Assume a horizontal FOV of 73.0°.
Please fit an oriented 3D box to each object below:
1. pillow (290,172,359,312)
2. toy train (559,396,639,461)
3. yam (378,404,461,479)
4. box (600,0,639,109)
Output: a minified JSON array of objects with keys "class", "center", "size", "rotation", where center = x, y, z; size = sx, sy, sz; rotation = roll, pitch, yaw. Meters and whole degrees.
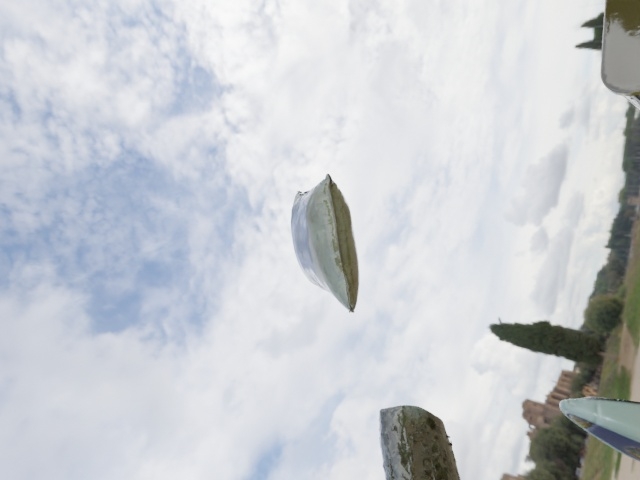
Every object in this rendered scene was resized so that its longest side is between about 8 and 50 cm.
[{"class":"pillow","center":[0.000,0.000,0.694],"size":[0.074,0.302,0.185],"rotation":[-13,-86,-9]},{"class":"toy train","center":[0.262,0.129,0.226],"size":[0.055,0.251,0.048],"rotation":[74,-153,-60]},{"class":"yam","center":[0.132,0.314,0.563],"size":[0.107,0.107,0.183],"rotation":[36,-138,-51]},{"class":"box","center":[0.351,-0.189,0.341],"size":[0.090,0.201,0.145],"rotation":[12,-99,-35]}]
